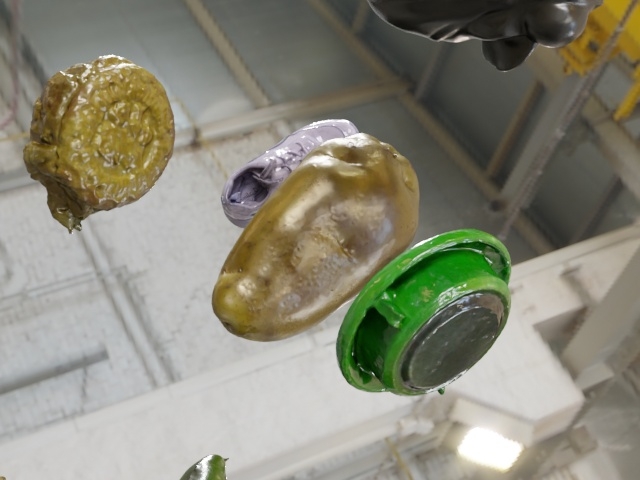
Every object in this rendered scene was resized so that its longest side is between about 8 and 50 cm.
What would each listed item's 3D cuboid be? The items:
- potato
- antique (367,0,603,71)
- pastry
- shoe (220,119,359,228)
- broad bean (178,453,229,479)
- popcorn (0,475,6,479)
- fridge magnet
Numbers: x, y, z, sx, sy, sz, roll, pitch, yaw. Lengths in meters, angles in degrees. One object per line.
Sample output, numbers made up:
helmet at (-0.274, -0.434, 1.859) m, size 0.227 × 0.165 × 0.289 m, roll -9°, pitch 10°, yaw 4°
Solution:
potato at (0.000, 0.000, 1.581) m, size 0.176 × 0.369 × 0.195 m, roll 38°, pitch -23°, yaw 19°
antique at (0.187, -0.312, 1.265) m, size 0.322 × 0.255 × 0.185 m, roll 5°, pitch -56°, yaw 23°
pastry at (-0.332, -0.159, 1.745) m, size 0.132 × 0.235 × 0.240 m, roll 6°, pitch -47°, yaw 38°
shoe at (-0.050, -0.107, 1.734) m, size 0.095 × 0.245 × 0.137 m, roll 56°, pitch 3°, yaw 4°
broad bean at (-0.159, 0.304, 1.239) m, size 0.065 × 0.254 × 0.046 m, roll -3°, pitch -68°, yaw 29°
popcorn at (-0.424, 0.350, 1.292) m, size 0.187 × 0.185 × 0.167 m, roll -12°, pitch -105°, yaw 31°
fridge magnet at (0.109, 0.078, 1.144) m, size 0.088 × 0.208 × 0.208 m, roll 49°, pitch -36°, yaw 35°
